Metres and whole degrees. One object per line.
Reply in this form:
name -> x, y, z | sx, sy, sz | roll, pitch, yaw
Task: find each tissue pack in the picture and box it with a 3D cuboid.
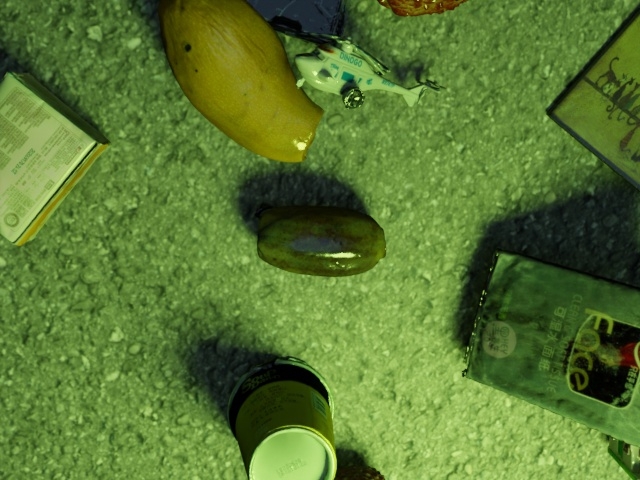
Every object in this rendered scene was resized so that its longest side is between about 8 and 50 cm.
tissue pack -> 0.456, 0.182, 1.244 | 0.361, 0.122, 0.259 | 19, 98, 34
tissue pack -> -0.495, -0.135, 1.179 | 0.185, 0.124, 0.225 | 40, 94, -12

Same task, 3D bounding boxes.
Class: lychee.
lychee -> 0.078, 0.510, 1.342 | 0.197, 0.165, 0.165 | -7, 102, 12

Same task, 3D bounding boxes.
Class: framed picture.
framed picture -> 0.624, -0.278, 1.294 | 0.255, 0.014, 0.339 | 42, 94, 5

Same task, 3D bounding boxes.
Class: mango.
mango -> -0.137, -0.273, 1.179 | 0.187, 0.144, 0.359 | -27, 108, 19

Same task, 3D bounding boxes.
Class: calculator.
calculator -> -0.077, -0.446, 1.214 | 0.274, 0.028, 0.166 | 15, 99, -8

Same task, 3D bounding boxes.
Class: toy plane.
toy plane -> 0.070, -0.276, 1.198 | 0.182, 0.273, 0.107 | 35, 109, 33

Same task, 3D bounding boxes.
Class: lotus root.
lotus root -> 0.000, 0.000, 1.260 | 0.241, 0.123, 0.124 | 3, 109, -4

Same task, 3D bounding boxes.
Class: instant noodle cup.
instant noodle cup -> -0.060, 0.348, 1.262 | 0.215, 0.236, 0.216 | -1, 100, -8

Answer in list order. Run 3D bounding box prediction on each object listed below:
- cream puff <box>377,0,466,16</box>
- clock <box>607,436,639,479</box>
cream puff -> 0.168, -0.530, 1.120 | 0.350, 0.228, 0.351 | -1, 96, -9
clock -> 0.630, 0.277, 1.332 | 0.166, 0.235, 0.310 | 2, 89, 8
